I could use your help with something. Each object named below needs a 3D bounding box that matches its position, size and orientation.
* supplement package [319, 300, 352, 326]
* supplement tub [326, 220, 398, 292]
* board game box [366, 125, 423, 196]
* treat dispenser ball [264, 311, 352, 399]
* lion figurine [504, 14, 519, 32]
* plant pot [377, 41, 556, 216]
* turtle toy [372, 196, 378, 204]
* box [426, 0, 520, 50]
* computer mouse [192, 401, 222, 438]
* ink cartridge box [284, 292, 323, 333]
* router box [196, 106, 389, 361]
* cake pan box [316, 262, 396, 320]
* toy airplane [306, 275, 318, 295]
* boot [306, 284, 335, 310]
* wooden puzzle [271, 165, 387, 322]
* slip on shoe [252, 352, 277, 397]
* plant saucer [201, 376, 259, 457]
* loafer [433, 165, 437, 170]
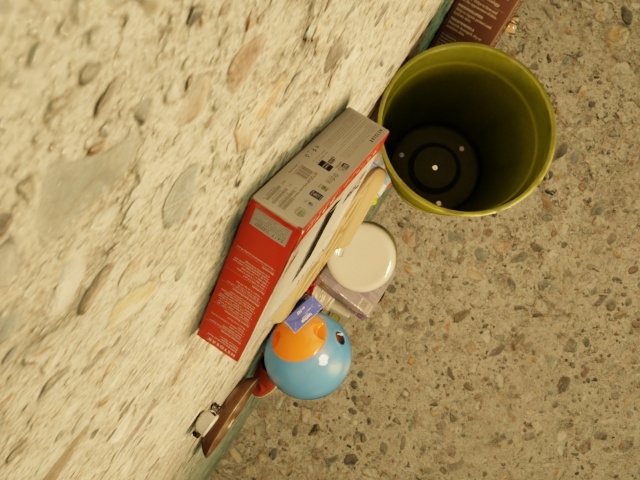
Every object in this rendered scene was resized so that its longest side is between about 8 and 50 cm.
[{"bbox_3d":[0.054,0.241,2.712,0.149,0.194,0.203,-56,174,-25],"label":"supplement package"},{"bbox_3d":[0.154,0.050,2.307,0.235,0.235,0.325,-58,174,7],"label":"supplement tub"},{"bbox_3d":[0.235,-0.299,1.859,0.308,0.086,0.302,-60,174,22],"label":"board game box"},{"bbox_3d":[-0.040,0.374,2.149,0.288,0.288,0.288,-57,174,-9],"label":"treat dispenser ball"},{"bbox_3d":[0.483,-0.668,1.891,0.392,0.142,0.240,-31,164,-45],"label":"lion figurine"},{"bbox_3d":[0.294,-0.208,1.508,0.366,0.366,0.353,-57,177,-7],"label":"plant pot"},{"bbox_3d":[0.162,-0.155,2.117,0.130,0.066,0.095,-56,174,-13],"label":"turtle toy"},{"bbox_3d":[0.414,-0.586,1.572,0.381,0.143,0.191,-58,174,26],"label":"box"},{"bbox_3d":[-0.300,0.471,1.718,0.106,0.042,0.193,-51,178,-17],"label":"computer mouse"},{"bbox_3d":[-0.064,0.178,1.704,0.097,0.046,0.207,-42,-170,-9],"label":"ink cartridge box"},{"bbox_3d":[-0.040,-0.017,1.043,0.335,0.082,0.301,-51,172,-49],"label":"router box"},{"bbox_3d":[0.141,0.142,2.543,0.246,0.267,0.070,-56,-172,-29],"label":"cake pan box"},{"bbox_3d":[-0.035,0.176,2.419,0.151,0.028,0.151,-161,-90,-89],"label":"toy airplane"},{"bbox_3d":[0.051,0.157,2.586,0.258,0.123,0.095,-55,174,-21],"label":"boot"},{"bbox_3d":[0.000,0.000,1.565,0.348,0.080,0.322,-47,168,-41],"label":"wooden puzzle"},{"bbox_3d":[-0.184,0.456,2.384,0.101,0.123,0.331,-4,139,-42],"label":"slip on shoe"},{"bbox_3d":[-0.308,0.578,2.191,0.311,0.050,0.310,-57,175,-7],"label":"plant saucer"},{"bbox_3d":[0.358,-0.354,2.037,0.112,0.111,0.320,5,-95,52],"label":"loafer"}]
